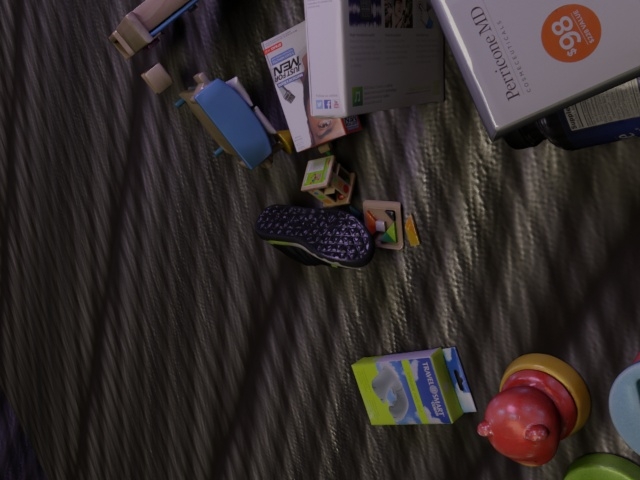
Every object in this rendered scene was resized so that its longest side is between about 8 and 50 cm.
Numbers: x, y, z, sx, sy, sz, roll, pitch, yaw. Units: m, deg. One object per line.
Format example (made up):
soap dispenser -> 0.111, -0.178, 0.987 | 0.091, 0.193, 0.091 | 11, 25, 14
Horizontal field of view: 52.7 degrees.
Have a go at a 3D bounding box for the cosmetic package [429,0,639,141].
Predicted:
cosmetic package -> 0.206, -0.316, 0.551 | 0.284, 0.097, 0.377 | -24, 88, 14

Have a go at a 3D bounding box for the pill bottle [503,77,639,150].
pill bottle -> 0.303, -0.165, 0.688 | 0.219, 0.123, 0.123 | -9, 98, 41

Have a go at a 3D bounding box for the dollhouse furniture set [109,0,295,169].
dollhouse furniture set -> -0.157, -0.282, 1.066 | 0.303, 0.198, 0.286 | 53, 168, -22

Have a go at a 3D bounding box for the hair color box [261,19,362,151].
hair color box -> -0.013, -0.223, 0.935 | 0.093, 0.053, 0.167 | -15, 97, 36

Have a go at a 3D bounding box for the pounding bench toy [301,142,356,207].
pounding bench toy -> 0.019, -0.101, 0.988 | 0.052, 0.065, 0.083 | -8, 60, 41

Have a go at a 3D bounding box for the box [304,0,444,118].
box -> 0.068, -0.316, 0.760 | 0.058, 0.232, 0.322 | 9, 109, 37

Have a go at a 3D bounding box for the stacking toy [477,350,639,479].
stacking toy -> 0.363, 0.270, 0.772 | 0.309, 0.130, 0.279 | -24, 88, 42

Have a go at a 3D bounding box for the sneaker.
sneaker -> 0.000, 0.000, 1.027 | 0.234, 0.084, 0.097 | 19, 159, 39

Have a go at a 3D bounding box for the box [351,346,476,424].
box -> 0.140, 0.228, 1.000 | 0.178, 0.042, 0.109 | -17, 93, 42

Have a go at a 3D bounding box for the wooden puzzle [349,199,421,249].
wooden puzzle -> 0.094, -0.024, 0.976 | 0.116, 0.014, 0.079 | -1, 103, 40
